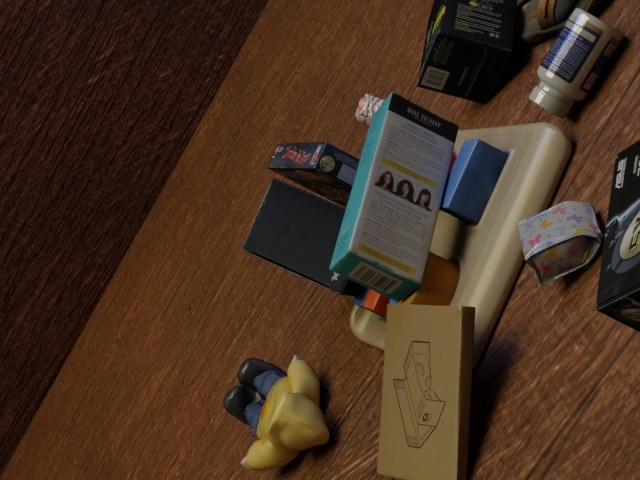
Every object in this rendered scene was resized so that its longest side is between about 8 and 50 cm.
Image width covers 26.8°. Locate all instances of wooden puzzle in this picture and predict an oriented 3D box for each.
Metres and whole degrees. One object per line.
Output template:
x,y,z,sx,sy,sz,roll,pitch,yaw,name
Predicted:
0.149,-0.007,1.699,0.322,0.080,0.348,-65,19,-4,wooden puzzle

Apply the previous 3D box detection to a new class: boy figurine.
-0.062,0.251,1.910,0.177,0.092,0.285,-62,15,-1,boy figurine

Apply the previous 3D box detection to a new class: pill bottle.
0.297,-0.207,1.582,0.120,0.067,0.067,-59,19,13,pill bottle

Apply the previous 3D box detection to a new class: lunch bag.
0.260,0.000,1.436,0.083,0.053,0.071,-28,31,17,lunch bag

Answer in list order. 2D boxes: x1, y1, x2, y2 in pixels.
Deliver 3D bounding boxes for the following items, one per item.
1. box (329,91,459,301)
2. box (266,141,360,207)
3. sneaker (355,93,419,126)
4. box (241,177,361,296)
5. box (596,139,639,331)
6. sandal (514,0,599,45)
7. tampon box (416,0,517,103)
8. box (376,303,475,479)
0.092,-0.055,1.639,0.060,0.100,0.244,-45,23,54,box
0.028,-0.092,2.006,0.044,0.159,0.233,-66,18,-5,box
0.098,-0.199,2.099,0.051,0.070,0.134,-66,20,-11,sneaker
0.000,0.000,1.849,0.108,0.153,0.207,-66,-10,1,box
0.335,-0.021,1.225,0.147,0.077,0.180,-37,33,54,box
0.301,-0.312,1.719,0.219,0.060,0.090,-14,53,66,sandal
0.204,-0.293,1.845,0.120,0.101,0.161,110,173,-54,tampon box
0.118,0.172,1.516,0.164,0.021,0.201,-4,81,62,box
